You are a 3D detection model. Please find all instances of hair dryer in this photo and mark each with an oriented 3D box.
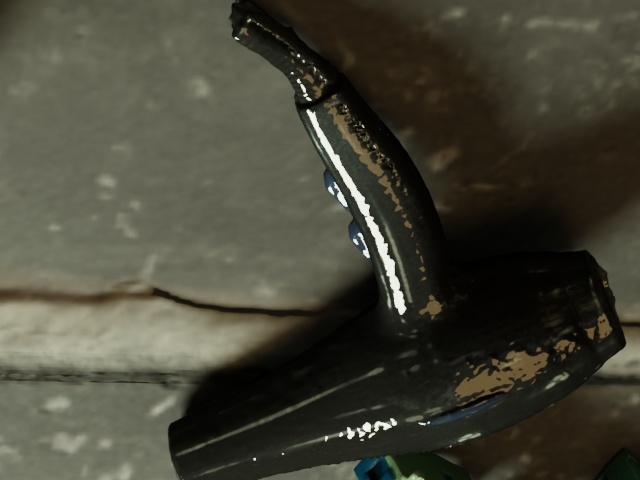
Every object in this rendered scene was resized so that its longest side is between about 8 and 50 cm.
[{"bbox_3d":[0.000,0.000,0.742,0.195,0.075,0.219,-21,121,10],"label":"hair dryer"}]

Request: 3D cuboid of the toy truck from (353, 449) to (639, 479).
[{"bbox_3d":[0.098,0.125,0.862,0.175,0.067,0.081,30,107,-31],"label":"toy truck"}]
